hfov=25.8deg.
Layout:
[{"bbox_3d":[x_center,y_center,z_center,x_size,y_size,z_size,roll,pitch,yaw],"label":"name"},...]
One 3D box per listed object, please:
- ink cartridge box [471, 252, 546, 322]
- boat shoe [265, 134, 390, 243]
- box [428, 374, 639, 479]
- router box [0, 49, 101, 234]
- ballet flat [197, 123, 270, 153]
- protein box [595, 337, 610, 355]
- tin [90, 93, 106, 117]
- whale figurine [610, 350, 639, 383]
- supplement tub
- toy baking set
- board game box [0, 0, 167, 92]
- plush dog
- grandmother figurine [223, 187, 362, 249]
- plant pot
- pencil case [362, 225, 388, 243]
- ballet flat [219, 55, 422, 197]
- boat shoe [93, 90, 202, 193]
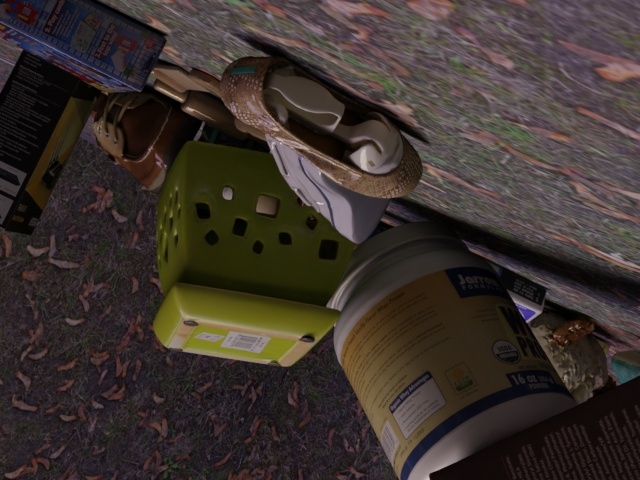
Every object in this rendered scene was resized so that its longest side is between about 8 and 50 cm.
[{"bbox_3d":[0.195,0.078,2.022,0.206,0.045,0.208,25,153,-6],"label":"ink cartridge box"},{"bbox_3d":[0.011,-0.075,1.342,0.084,0.095,0.258,28,167,20],"label":"boat shoe"},{"bbox_3d":[0.331,0.243,1.470,0.191,0.381,0.143,31,-146,-57],"label":"box"},{"bbox_3d":[-0.363,-0.133,1.768,0.081,0.243,0.309,26,177,-5],"label":"router box"},{"bbox_3d":[-0.112,-0.113,1.751,0.070,0.070,0.188,24,177,17],"label":"ballet flat"},{"bbox_3d":[0.355,0.190,2.404,0.200,0.136,0.201,26,177,-6],"label":"protein box"},{"bbox_3d":[-0.315,-0.193,2.256,0.106,0.040,0.190,29,177,9],"label":"tin"},{"bbox_3d":[0.534,0.254,2.022,0.272,0.141,0.216,27,177,-24],"label":"whale figurine"},{"bbox_3d":[0.152,0.154,1.696,0.228,0.228,0.316,30,-153,-52],"label":"supplement tub"},{"bbox_3d":[-0.071,-0.126,1.524,0.256,0.030,0.197,27,176,-27],"label":"toy baking set"},{"bbox_3d":[-0.266,-0.213,1.361,0.194,0.060,0.194,28,176,-20],"label":"board game box"},{"bbox_3d":[0.367,0.180,2.181,0.262,0.210,0.225,53,-158,19],"label":"plush dog"},{"bbox_3d":[0.000,0.000,1.969,0.342,0.104,0.208,35,150,21],"label":"grandmother figurine"},{"bbox_3d":[-0.083,0.028,1.660,0.227,0.207,0.228,10,161,-11],"label":"plant pot"},{"bbox_3d":[-0.006,-0.002,2.166,0.306,0.119,0.133,24,-151,18],"label":"pencil case"},{"bbox_3d":[0.013,-0.092,1.159,0.206,0.073,0.067,23,164,-26],"label":"ballet flat"},{"bbox_3d":[-0.242,-0.141,1.832,0.120,0.122,0.324,30,175,-15],"label":"boat shoe"}]
